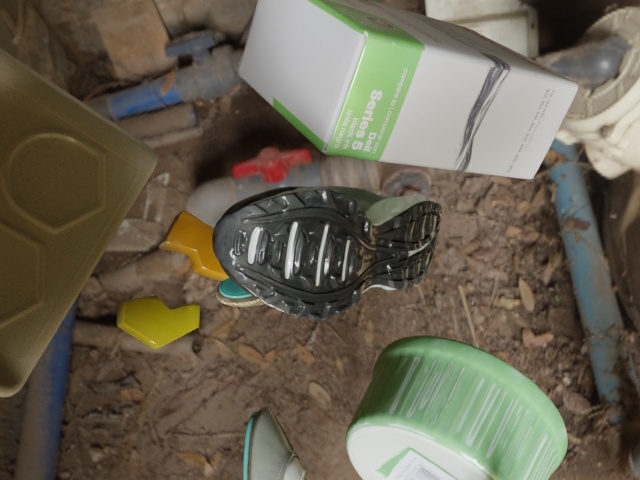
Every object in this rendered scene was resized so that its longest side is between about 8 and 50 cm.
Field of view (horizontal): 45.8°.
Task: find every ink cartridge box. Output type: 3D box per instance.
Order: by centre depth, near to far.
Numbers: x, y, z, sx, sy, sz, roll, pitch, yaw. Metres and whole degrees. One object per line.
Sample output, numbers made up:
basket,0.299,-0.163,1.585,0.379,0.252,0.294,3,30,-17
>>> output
ink cartridge box,0.086,-0.162,0.762,0.272,0.115,0.198,3,29,-34

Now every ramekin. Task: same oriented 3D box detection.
ramekin,0.183,0.295,1.088,0.303,0.304,0.148,19,50,24

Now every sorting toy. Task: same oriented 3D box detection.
sorting toy,-0.220,-0.008,0.559,0.307,0.041,0.229,34,62,-18

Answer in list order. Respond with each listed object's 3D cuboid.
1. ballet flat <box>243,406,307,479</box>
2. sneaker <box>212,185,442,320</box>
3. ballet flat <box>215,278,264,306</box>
ballet flat,-0.028,0.247,0.636,0.068,0.072,0.213,2,91,14
sneaker,0.000,0.000,0.636,0.107,0.271,0.100,16,100,32
ballet flat,-0.055,0.042,1.006,0.073,0.067,0.206,36,51,26
